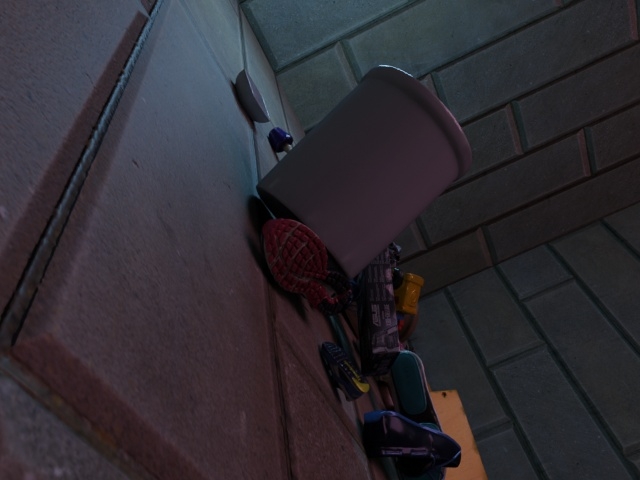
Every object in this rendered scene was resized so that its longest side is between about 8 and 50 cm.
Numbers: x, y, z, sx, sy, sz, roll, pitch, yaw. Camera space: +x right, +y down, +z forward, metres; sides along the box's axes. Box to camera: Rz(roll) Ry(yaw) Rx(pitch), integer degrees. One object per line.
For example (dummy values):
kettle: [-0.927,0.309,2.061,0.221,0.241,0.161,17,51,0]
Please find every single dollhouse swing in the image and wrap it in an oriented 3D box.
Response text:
dollhouse swing: [0.330,0.691,1.738,0.315,0.305,0.347,5,56,-31]

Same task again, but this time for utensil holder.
utensil holder: [0.093,-0.144,1.264,0.327,0.385,0.327,44,-10,9]

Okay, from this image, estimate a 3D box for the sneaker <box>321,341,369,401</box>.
sneaker: [0.041,0.281,1.189,0.053,0.059,0.144,1,43,-48]

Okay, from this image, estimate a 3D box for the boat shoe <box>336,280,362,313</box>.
boat shoe: [0.032,0.152,1.434,0.258,0.109,0.089,17,53,-58]

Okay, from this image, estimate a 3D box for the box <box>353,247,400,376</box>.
box: [0.151,0.196,1.530,0.242,0.076,0.308,95,-7,-64]

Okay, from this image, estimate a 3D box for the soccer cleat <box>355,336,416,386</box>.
soccer cleat: [0.222,0.392,1.775,0.331,0.116,0.143,30,60,-49]

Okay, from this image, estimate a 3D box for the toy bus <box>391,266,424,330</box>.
toy bus: [0.237,0.207,1.957,0.149,0.220,0.212,22,75,-52]

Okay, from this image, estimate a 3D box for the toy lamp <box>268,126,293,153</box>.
toy lamp: [-0.081,-0.270,1.864,0.275,0.080,0.080,52,3,17]

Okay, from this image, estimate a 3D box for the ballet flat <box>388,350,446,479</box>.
ballet flat: [0.264,0.509,1.531,0.139,0.139,0.401,54,26,-57]

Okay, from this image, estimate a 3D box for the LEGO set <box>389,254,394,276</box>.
LEGO set: [0.176,-0.016,1.826,0.255,0.192,0.331,43,28,-55]

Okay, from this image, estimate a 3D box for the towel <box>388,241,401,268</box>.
towel: [0.164,0.024,2.074,0.235,0.283,0.121,48,62,-73]

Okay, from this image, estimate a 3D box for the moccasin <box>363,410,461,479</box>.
moccasin: [0.210,0.504,1.313,0.342,0.137,0.117,30,51,-31]

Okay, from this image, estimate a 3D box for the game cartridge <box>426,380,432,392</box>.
game cartridge: [0.405,0.678,2.206,0.285,0.052,0.324,63,20,-20]

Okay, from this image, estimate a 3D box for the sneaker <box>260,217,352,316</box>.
sneaker: [-0.046,0.055,1.135,0.112,0.121,0.299,33,-15,39]

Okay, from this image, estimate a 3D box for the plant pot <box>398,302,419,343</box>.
plant pot: [0.243,0.272,2.083,0.109,0.237,0.237,26,33,-40]

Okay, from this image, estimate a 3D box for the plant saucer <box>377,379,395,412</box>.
plant saucer: [0.234,0.534,1.818,0.168,0.029,0.169,-24,90,-83]

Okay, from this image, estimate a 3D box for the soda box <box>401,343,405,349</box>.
soda box: [0.373,0.584,2.444,0.263,0.083,0.092,66,7,9]

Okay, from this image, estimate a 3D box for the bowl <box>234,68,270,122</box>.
bowl: [-0.213,-0.435,1.699,0.142,0.053,0.142,54,12,-56]

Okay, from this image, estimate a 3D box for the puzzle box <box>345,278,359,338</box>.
puzzle box: [0.090,0.146,1.833,0.272,0.052,0.409,-103,170,-52]
